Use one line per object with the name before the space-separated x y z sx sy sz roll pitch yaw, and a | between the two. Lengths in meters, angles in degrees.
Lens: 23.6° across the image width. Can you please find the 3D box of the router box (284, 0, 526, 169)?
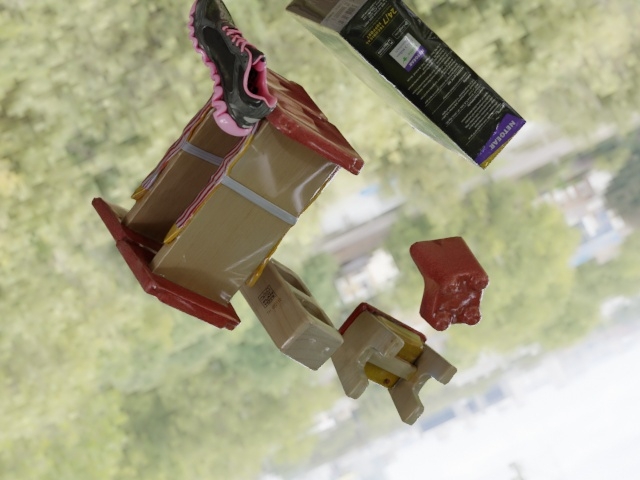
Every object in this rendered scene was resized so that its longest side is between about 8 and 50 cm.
router box | 0.096 -0.218 1.872 0.081 0.243 0.309 -48 -161 2

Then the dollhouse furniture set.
dollhouse furniture set | 0.000 0.000 1.432 0.374 0.152 0.201 30 106 -40

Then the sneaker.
sneaker | -0.065 -0.145 1.216 0.047 0.119 0.057 -9 166 -47
